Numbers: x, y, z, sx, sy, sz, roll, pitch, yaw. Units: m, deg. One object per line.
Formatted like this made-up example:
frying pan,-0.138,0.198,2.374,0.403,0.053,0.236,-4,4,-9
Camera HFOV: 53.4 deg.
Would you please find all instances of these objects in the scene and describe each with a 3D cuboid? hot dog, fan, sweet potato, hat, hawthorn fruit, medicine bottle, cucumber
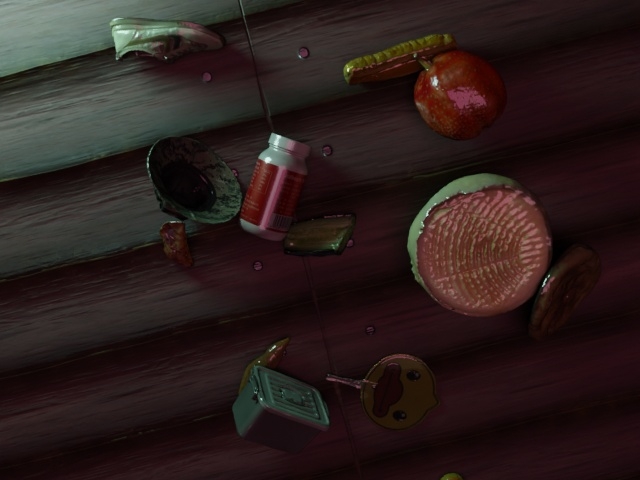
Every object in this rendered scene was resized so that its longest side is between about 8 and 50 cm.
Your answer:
hot dog,0.195,-0.450,1.574,0.289,0.083,0.068,-15,62,0
fan,0.177,0.411,1.760,0.335,0.011,0.229,15,99,-7
sweet potato,-0.157,0.340,1.708,0.065,0.051,0.218,36,96,-5
hat,-0.332,-0.123,1.563,0.265,0.265,0.128,48,130,-10
hawthorn fruit,0.320,-0.364,1.534,0.205,0.205,0.253,-40,95,4
medicine bottle,-0.111,-0.132,1.585,0.131,0.131,0.250,18,98,-6
cucumber,0.000,0.000,1.643,0.193,0.086,0.115,-4,56,-1

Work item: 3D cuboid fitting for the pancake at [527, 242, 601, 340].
pancake,0.627,0.132,1.632,0.294,0.049,0.294,-25,134,-29

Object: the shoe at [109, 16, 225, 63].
shoe,-0.366,-0.475,1.529,0.275,0.103,0.098,3,101,2

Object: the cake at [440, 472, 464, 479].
cake,0.377,0.705,1.807,0.084,0.044,0.084,0,98,-3

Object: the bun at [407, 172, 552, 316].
bun,0.393,0.002,1.601,0.364,0.202,0.364,-1,109,-2

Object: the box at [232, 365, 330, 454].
box,-0.109,0.449,1.658,0.243,0.163,0.135,28,109,-30

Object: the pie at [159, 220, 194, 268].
pie,-0.368,0.007,1.617,0.092,0.034,0.170,15,136,18
